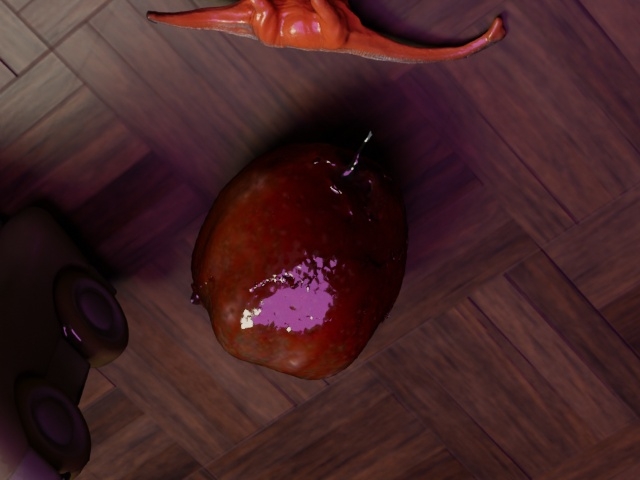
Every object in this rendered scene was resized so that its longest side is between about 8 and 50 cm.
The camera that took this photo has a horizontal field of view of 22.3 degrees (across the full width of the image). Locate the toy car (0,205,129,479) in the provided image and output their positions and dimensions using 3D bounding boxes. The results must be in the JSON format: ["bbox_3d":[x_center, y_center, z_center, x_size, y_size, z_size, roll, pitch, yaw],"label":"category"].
[{"bbox_3d":[-0.320,0.108,1.312,0.242,0.336,0.226,-33,111,23],"label":"toy car"}]

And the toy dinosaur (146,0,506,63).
[{"bbox_3d":[0.006,-0.181,1.271,0.279,0.055,0.101,0,131,4],"label":"toy dinosaur"}]

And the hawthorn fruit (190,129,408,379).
[{"bbox_3d":[0.000,0.000,1.307,0.181,0.181,0.235,27,124,-11],"label":"hawthorn fruit"}]
